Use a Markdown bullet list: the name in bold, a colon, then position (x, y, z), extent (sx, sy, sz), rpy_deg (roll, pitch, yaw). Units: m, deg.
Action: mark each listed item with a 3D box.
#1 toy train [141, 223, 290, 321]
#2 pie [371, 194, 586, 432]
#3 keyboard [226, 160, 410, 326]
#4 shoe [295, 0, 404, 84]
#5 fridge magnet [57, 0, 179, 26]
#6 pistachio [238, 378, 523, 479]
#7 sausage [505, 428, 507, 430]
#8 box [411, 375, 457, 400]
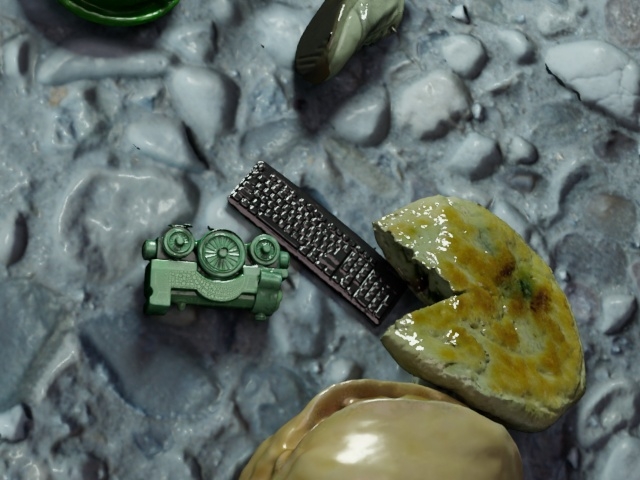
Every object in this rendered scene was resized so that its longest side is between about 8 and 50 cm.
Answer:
- **toy train**: position (-0.122, 0.039, 1.279), extent (0.178, 0.071, 0.105), rpy_deg (6, 74, -17)
- **pie**: position (0.204, 0.085, 1.347), extent (0.337, 0.075, 0.338), rpy_deg (19, 46, -21)
- **keyboard**: position (0.000, 0.000, 1.372), extent (0.250, 0.017, 0.087), rpy_deg (40, 61, 0)
- **shoe**: position (0.056, -0.304, 1.481), extent (0.098, 0.103, 0.275), rpy_deg (38, 60, -15)
- **fridge magnet**: position (-0.265, -0.368, 1.388), extent (0.208, 0.088, 0.208), rpy_deg (8, 66, -18)
- **pistachio**: position (0.057, 0.269, 1.156), extent (0.321, 0.229, 0.238), rpy_deg (-14, 108, -18)
- **sausage**: position (0.171, 0.285, 1.281), extent (0.043, 0.043, 0.186), rpy_deg (30, 73, -7)
- **box**: position (0.154, 0.190, 1.344), extent (0.090, 0.024, 0.167), rpy_deg (19, 62, -14)
